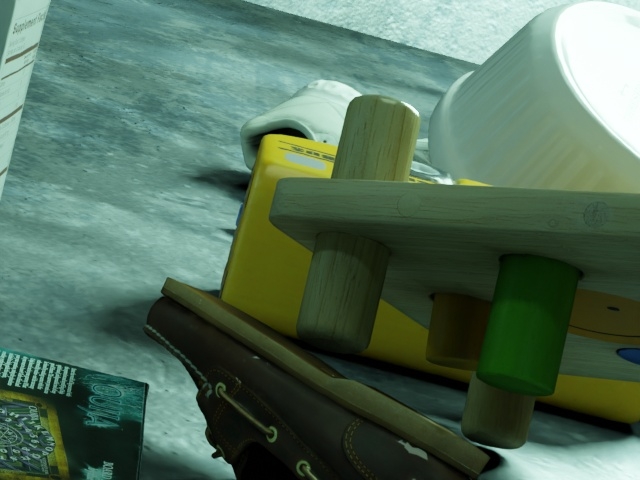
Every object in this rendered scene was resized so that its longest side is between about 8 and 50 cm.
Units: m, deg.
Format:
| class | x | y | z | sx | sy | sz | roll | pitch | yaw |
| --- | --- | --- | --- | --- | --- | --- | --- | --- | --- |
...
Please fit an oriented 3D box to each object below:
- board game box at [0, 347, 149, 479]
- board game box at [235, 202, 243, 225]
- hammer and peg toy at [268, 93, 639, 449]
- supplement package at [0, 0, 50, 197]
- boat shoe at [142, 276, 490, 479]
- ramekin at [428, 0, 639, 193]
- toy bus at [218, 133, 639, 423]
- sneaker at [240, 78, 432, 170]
| class | x | y | z | sx | sy | sz | roll | pitch | yaw |
| --- | --- | --- | --- | --- | --- | --- | --- | --- | --- |
| board game box | -0.139 | 0.086 | 0.860 | 0.126 | 0.026 | 0.186 | 15 | 12 | -6 |
| board game box | 0.000 | 0.000 | 1.427 | 0.090 | 0.020 | 0.090 | 7 | 15 | -38 |
| hammer and peg toy | 0.187 | 0.035 | 0.944 | 0.361 | 0.127 | 0.266 | 4 | -17 | 31 |
| supplement package | -0.219 | -0.062 | 1.052 | 0.105 | 0.179 | 0.105 | 15 | 12 | 0 |
| boat shoe | -0.018 | 0.083 | 0.914 | 0.207 | 0.073 | 0.073 | 29 | -2 | 43 |
| ramekin | 0.224 | -0.058 | 1.459 | 0.273 | 0.127 | 0.273 | 24 | 37 | -19 |
| toy bus | 0.110 | 0.028 | 1.232 | 0.333 | 0.108 | 0.130 | 15 | 13 | -4 |
| sneaker | 0.049 | -0.041 | 1.552 | 0.262 | 0.099 | 0.121 | 22 | 30 | 32 |
